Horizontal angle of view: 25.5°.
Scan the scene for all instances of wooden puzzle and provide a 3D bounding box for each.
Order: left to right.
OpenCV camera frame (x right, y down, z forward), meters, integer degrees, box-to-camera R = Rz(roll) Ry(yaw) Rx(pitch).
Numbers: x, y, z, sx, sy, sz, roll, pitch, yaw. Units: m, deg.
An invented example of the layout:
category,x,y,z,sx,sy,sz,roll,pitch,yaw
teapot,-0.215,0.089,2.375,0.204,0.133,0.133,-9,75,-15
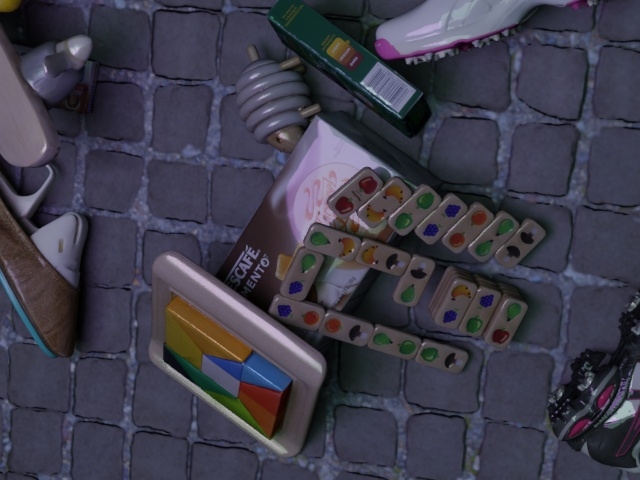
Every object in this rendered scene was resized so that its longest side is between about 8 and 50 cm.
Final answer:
category,x,y,z,sx,sy,sz,roll,pitch,yaw
wooden puzzle,-0.102,0.135,1.548,0.221,0.044,0.238,35,150,11

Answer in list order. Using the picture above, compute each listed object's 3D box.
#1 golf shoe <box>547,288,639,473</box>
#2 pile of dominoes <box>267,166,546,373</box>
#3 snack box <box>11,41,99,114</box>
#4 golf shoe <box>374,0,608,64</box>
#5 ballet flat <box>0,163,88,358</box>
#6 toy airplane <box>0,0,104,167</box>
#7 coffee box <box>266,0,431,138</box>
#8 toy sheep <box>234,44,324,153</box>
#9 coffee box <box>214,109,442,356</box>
category,x,y,z,sx,sy,sz,roll,pitch,yaw
golf shoe,0.351,0.118,1.446,0.120,0.105,0.273,35,114,-5
pile of dominoes,0.097,0.040,1.466,0.251,0.040,0.196,17,112,-20
snack box,-0.347,-0.197,1.663,0.178,0.022,0.064,14,100,17
golf shoe,0.188,-0.274,1.424,0.306,0.115,0.140,-20,96,12
ballet flat,-0.352,-0.031,1.656,0.124,0.116,0.342,-34,82,0
toy airplane,-0.400,-0.293,1.556,0.384,0.272,0.386,16,113,44
coffee box,0.031,-0.184,1.489,0.184,0.113,0.040,38,90,12
toy sheep,-0.050,-0.154,1.539,0.091,0.091,0.132,-28,74,20
coffee box,0.000,0.000,1.534,0.141,0.098,0.246,37,107,10
